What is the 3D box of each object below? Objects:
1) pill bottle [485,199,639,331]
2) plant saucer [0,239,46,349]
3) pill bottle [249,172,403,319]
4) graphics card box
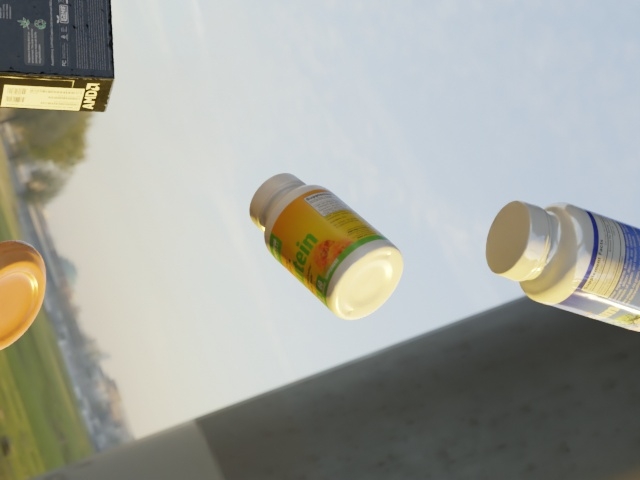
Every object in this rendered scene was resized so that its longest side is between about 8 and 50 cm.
[{"bbox_3d":[0.382,0.031,1.884,0.152,0.272,0.152,-46,-145,48],"label":"pill bottle"},{"bbox_3d":[-0.494,0.095,1.986,0.037,0.200,0.200,30,-32,26],"label":"plant saucer"},{"bbox_3d":[0.000,0.000,1.968,0.246,0.136,0.136,42,-28,37],"label":"pill bottle"},{"bbox_3d":[-0.444,-0.284,1.590,0.094,0.371,0.232,122,-36,-61],"label":"graphics card box"}]
